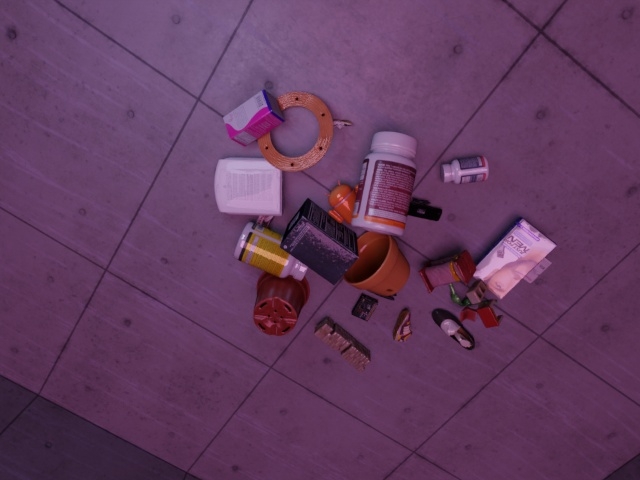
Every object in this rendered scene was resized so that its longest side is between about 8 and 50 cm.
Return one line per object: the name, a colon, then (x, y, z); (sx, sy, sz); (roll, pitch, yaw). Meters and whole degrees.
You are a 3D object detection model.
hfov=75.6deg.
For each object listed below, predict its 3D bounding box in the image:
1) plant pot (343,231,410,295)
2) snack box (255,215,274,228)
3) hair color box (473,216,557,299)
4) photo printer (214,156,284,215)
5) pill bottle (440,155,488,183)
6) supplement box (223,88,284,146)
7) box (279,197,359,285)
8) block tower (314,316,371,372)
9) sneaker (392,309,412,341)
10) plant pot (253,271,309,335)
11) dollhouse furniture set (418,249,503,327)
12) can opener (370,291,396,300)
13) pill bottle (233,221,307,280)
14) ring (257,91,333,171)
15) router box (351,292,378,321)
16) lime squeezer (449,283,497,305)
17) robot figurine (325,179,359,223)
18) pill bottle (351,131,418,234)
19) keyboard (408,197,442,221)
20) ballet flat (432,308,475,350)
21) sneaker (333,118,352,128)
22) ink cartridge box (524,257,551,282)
plant pot: (0.268, 0.118, 1.878); (0.203, 0.291, 0.291); (36, 110, -29)
snack box: (-0.236, -0.137, 1.927); (0.064, 0.022, 0.178); (29, 110, -6)
hair color box: (0.865, 0.080, 1.875); (0.185, 0.110, 0.339); (41, 111, 10)
photo printer: (-0.317, -0.239, 1.832); (0.307, 0.107, 0.256); (1, 99, 3)
pill bottle: (0.614, -0.299, 1.770); (0.180, 0.108, 0.108); (-6, 111, 6)
supplement box: (-0.276, -0.502, 1.709); (0.220, 0.114, 0.111); (-26, 73, 19)
box: (0.000, 0.000, 1.820); (0.294, 0.296, 0.183); (35, 109, -10)
block tower: (0.122, 0.533, 2.129); (0.335, 0.091, 0.097); (43, 108, -13)
sneaker: (0.432, 0.433, 2.090); (0.083, 0.070, 0.186); (12, 118, -11)
plant pot: (-0.197, 0.299, 1.964); (0.272, 0.265, 0.273); (1, 112, 3)
dollhouse furniture set: (0.638, 0.248, 1.879); (0.201, 0.152, 0.374); (-26, 95, 43)
can opener: (0.290, 0.250, 2.029); (0.186, 0.073, 0.059); (28, 104, -18)
pill bottle: (-0.216, 0.060, 1.914); (0.333, 0.188, 0.188); (24, 111, -5)
ring: (-0.107, -0.454, 1.736); (0.336, 0.032, 0.337); (-1, 88, 14)
router box: (0.223, 0.337, 2.075); (0.092, 0.038, 0.122); (25, 111, -6)
lime squeezer: (0.711, 0.272, 2.023); (0.310, 0.059, 0.110); (28, 80, -6)
robot figurine: (0.126, -0.163, 1.842); (0.219, 0.128, 0.158); (44, 139, -13)
pill bottle: (0.271, -0.229, 1.705); (0.224, 0.224, 0.392); (12, 90, -1)
keyboard: (0.462, -0.150, 1.884); (0.192, 0.038, 0.100); (12, 135, -2)
ballet flat: (0.676, 0.450, 2.061); (0.280, 0.096, 0.095); (39, 109, -11)
sneaker: (0.093, -0.496, 1.769); (0.083, 0.032, 0.037); (8, 125, 5)
ink cartridge box: (0.988, 0.117, 1.935); (0.099, 0.056, 0.135); (36, 109, -9)
